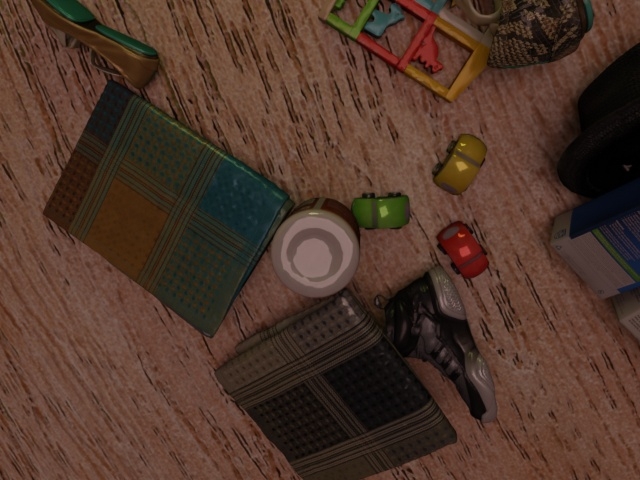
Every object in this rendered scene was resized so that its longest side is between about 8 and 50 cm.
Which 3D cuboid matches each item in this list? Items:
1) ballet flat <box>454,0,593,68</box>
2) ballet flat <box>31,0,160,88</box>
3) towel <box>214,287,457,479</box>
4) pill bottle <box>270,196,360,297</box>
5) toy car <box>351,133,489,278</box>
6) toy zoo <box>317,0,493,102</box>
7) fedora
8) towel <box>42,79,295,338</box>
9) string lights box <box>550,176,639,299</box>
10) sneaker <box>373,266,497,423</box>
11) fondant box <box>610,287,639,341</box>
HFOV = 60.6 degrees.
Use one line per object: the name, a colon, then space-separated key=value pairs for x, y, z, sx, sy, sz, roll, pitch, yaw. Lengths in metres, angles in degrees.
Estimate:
ballet flat: x=0.220 y=-0.468 z=0.736 sx=0.181 sy=0.164 sz=0.483 roll=-14 pitch=94 yaw=14
ballet flat: x=-0.366 y=-0.318 z=0.860 sx=0.232 sy=0.080 sz=0.073 roll=32 pitch=116 yaw=-1
towel: x=0.016 y=0.263 z=0.920 sx=0.324 sy=0.056 sz=0.312 roll=-33 pitch=99 yaw=29
pill bottle: x=0.000 y=0.000 z=0.821 sx=0.121 sy=0.216 sz=0.121 roll=1 pitch=101 yaw=5
toy car: x=0.162 y=-0.046 z=0.883 sx=0.224 sy=0.053 sz=0.239 roll=-3 pitch=100 yaw=4
toy zoo: x=0.169 y=-0.347 z=0.837 sx=0.293 sy=0.030 sz=0.192 roll=32 pitch=101 yaw=-2
fedora: x=0.492 y=-0.189 z=0.764 sx=0.333 sy=0.334 sz=0.153 roll=-7 pitch=65 yaw=5
towel: x=-0.255 y=-0.053 z=0.896 sx=0.370 sy=0.040 sz=0.272 roll=34 pitch=101 yaw=8
string lights box: x=0.483 y=-0.022 z=0.778 sx=0.133 sy=0.077 sz=0.259 roll=44 pitch=137 yaw=-12
sneaker: x=0.184 y=0.188 z=0.907 sx=0.153 sy=0.101 sz=0.269 roll=-21 pitch=93 yaw=8
fondant box: x=0.647 y=0.082 z=0.795 sx=0.238 sy=0.096 sz=0.330 roll=42 pitch=122 yaw=-8
